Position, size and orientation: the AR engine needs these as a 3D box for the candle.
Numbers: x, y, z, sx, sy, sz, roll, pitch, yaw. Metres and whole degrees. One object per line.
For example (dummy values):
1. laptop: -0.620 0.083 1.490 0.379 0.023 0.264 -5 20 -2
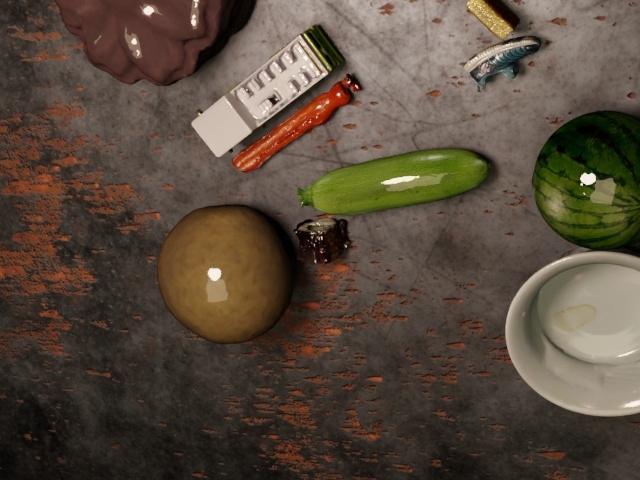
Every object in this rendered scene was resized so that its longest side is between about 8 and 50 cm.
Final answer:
1. candle: -0.053 -0.227 1.654 0.329 0.048 0.051 -32 87 28

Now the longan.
1. longan: -0.199 0.069 1.712 0.297 0.297 0.297 7 115 15

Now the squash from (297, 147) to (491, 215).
1. squash: 0.135 -0.112 1.610 0.395 0.107 0.107 -8 110 22

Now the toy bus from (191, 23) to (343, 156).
1. toy bus: -0.108 -0.289 1.590 0.301 0.139 0.113 -34 102 26

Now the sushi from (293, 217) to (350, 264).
1. sushi: -0.001 0.000 1.721 0.094 0.098 0.084 6 112 36

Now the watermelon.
1. watermelon: 0.491 -0.103 1.420 0.242 0.242 0.242 7 115 15

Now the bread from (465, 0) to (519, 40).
1. bread: 0.304 -0.400 1.434 0.094 0.090 0.035 43 124 -4

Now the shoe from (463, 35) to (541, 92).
1. shoe: 0.331 -0.323 1.475 0.143 0.064 0.071 -22 104 28

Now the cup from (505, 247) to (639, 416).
1. cup: 0.534 0.146 1.556 0.347 0.163 0.347 7 117 14

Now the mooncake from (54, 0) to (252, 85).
1. mooncake: -0.327 -0.479 1.551 0.381 0.212 0.351 9 122 17
